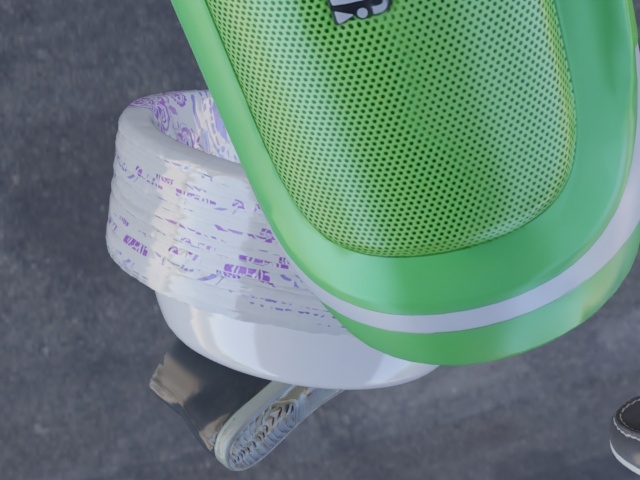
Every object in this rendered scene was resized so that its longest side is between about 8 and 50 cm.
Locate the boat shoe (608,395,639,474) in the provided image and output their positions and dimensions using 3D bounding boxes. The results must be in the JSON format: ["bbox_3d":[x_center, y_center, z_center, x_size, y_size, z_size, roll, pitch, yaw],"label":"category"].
[{"bbox_3d":[0.365,0.150,1.104,0.112,0.335,0.095,-38,121,-32],"label":"boat shoe"}]

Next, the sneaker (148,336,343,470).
[{"bbox_3d":[-0.034,0.082,1.189,0.222,0.118,0.083,-37,145,-24],"label":"sneaker"}]

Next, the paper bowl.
[{"bbox_3d":[0.000,0.000,0.944,0.284,0.284,0.148,4,106,-17],"label":"paper bowl"}]

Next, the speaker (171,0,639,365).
[{"bbox_3d":[0.012,-0.103,0.383,0.131,0.131,0.296,-19,129,4],"label":"speaker"}]
